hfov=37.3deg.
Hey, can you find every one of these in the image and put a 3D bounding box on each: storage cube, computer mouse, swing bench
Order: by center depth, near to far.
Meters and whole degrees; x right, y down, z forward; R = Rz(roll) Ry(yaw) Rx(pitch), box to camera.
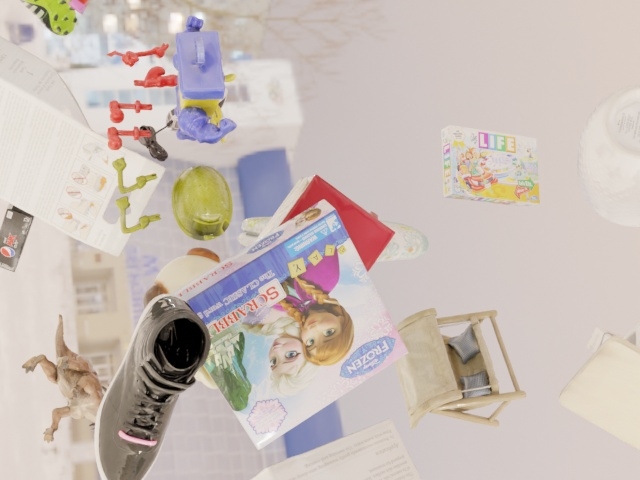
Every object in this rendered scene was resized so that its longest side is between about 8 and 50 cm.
[{"bbox_3d":[-0.247,-0.221,1.756,0.106,0.193,0.042,40,-19,45],"label":"computer mouse"},{"bbox_3d":[0.000,0.000,1.857,0.215,0.193,0.183,-55,-171,-4],"label":"storage cube"},{"bbox_3d":[0.322,0.308,2.305,0.165,0.254,0.253,117,-31,-44],"label":"swing bench"}]

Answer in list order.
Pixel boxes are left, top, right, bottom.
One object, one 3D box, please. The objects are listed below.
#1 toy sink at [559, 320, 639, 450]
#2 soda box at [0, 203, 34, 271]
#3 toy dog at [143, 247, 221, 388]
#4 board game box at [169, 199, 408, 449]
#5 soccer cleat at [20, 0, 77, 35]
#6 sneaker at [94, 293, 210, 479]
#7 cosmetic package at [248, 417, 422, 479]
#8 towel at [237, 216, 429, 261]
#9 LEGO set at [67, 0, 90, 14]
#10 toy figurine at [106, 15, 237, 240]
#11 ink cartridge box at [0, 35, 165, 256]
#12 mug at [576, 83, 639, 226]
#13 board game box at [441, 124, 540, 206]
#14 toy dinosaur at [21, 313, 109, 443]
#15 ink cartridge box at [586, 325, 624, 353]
[{"bbox_3d":[0.503,0.218,1.446,0.153,0.234,0.131,-61,180,34],"label":"toy sink"},{"bbox_3d":[-0.605,-0.017,1.876,0.060,0.053,0.169,-87,-157,-47],"label":"soda box"},{"bbox_3d":[-0.218,0.199,2.200,0.407,0.285,0.395,30,-27,17],"label":"toy dog"},{"bbox_3d":[-0.051,0.146,1.606,0.318,0.318,0.066,61,-8,-26],"label":"board game box"},{"bbox_3d":[-0.458,-0.394,1.548,0.072,0.060,0.179,34,-5,20],"label":"soccer cleat"},{"bbox_3d":[-0.240,0.219,1.336,0.147,0.104,0.296,-5,-113,70],"label":"sneaker"},{"bbox_3d":[0.065,0.448,1.198,0.156,0.217,0.385,-46,-117,49],"label":"cosmetic package"},{"bbox_3d":[0.029,-0.003,2.331,0.374,0.320,0.090,10,-78,40],"label":"towel"},{"bbox_3d":[-0.316,-0.357,1.178,0.093,0.087,0.227,-53,-169,1],"label":"LEGO set"},{"bbox_3d":[-0.211,-0.206,1.406,0.217,0.191,0.363,121,-34,-58],"label":"toy figurine"},{"bbox_3d":[-0.467,-0.160,1.635,0.308,0.384,0.091,-50,-165,49],"label":"ink cartridge box"},{"bbox_3d":[0.742,-0.248,2.142,0.374,0.276,0.328,-62,160,-7],"label":"mug"},{"bbox_3d":[0.251,-0.108,1.399,0.026,0.154,0.104,155,-64,-63],"label":"board game box"},{"bbox_3d":[-0.504,0.308,2.010,0.296,0.127,0.200,65,20,14],"label":"toy dinosaur"},{"bbox_3d":[0.649,0.242,2.044,0.135,0.099,0.056,-117,-132,-76],"label":"ink cartridge box"}]
